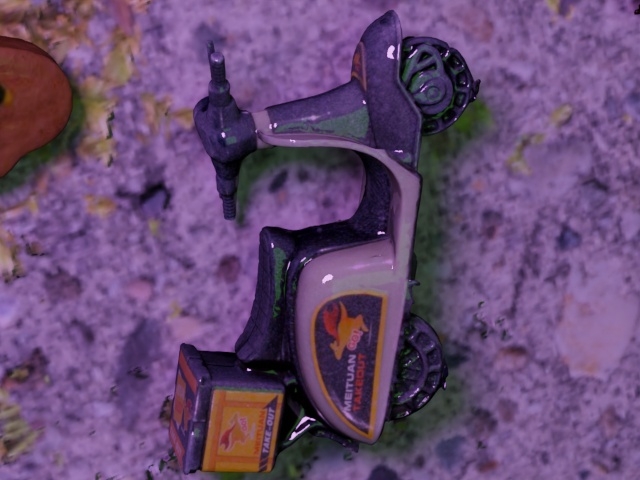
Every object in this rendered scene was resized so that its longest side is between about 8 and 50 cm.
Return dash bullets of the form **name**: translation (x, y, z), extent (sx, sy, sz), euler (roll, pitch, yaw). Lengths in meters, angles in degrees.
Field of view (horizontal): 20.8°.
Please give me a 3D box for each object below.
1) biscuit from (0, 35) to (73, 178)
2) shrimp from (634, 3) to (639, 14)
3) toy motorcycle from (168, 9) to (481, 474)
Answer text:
- **biscuit**: translation (-0.277, -0.134, 0.859), extent (0.334, 0.047, 0.202), euler (7, 101, -21)
- **shrimp**: translation (0.166, -0.231, 0.990), extent (0.290, 0.054, 0.222), euler (-12, 107, -26)
- **toy motorcycle**: translation (0.000, 0.000, 0.973), extent (0.157, 0.091, 0.263), euler (2, 105, -16)
